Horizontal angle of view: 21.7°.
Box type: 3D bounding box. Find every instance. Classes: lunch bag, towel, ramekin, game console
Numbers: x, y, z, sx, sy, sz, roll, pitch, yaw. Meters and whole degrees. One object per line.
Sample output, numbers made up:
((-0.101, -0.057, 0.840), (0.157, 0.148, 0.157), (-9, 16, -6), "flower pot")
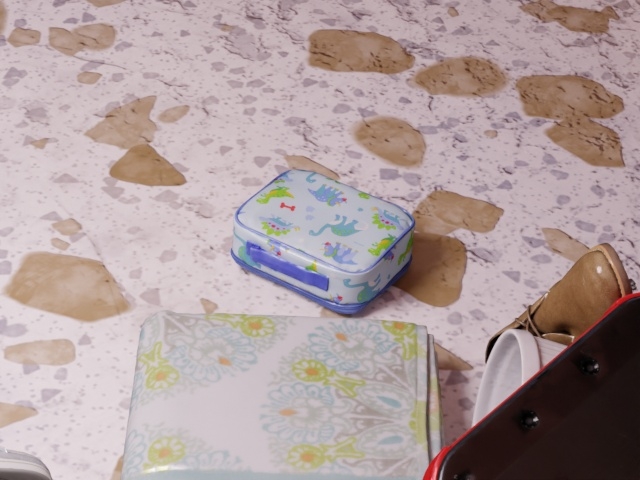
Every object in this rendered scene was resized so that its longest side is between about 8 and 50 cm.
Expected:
((0.000, 0.000, 2.215), (0.219, 0.090, 0.176), (23, 40, 22), "lunch bag")
((-0.036, 0.212, 1.947), (0.375, 0.090, 0.320), (3, 35, -2), "towel")
((0.247, 0.210, 1.886), (0.109, 0.207, 0.207), (12, 37, -7), "ramekin")
((0.332, 0.258, 1.712), (0.386, 0.060, 0.342), (-37, 72, -23), "game console")

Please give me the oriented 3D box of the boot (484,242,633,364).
((0.278, 0.105, 1.956), (0.115, 0.305, 0.112), (-11, 65, -17), "boot")

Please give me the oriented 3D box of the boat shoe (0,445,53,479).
((-0.449, 0.251, 1.833), (0.321, 0.118, 0.103), (-1, 42, 4), "boat shoe")

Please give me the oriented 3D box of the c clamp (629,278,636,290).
((0.356, 0.107, 2.136), (0.161, 0.022, 0.137), (-40, 53, -17), "c clamp")
